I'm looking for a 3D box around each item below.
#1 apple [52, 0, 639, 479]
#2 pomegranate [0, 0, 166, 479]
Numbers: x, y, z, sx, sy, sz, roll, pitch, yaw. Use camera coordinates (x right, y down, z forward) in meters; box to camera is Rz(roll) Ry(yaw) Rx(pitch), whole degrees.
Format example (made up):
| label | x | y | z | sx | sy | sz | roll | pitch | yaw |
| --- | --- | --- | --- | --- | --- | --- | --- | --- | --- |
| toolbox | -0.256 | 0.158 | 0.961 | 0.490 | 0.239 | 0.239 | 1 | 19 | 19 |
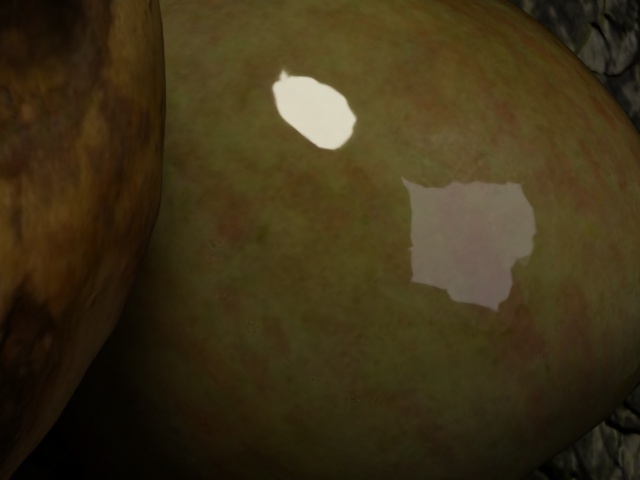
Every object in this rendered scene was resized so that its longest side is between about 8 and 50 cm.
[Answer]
| label | x | y | z | sx | sy | sz | roll | pitch | yaw |
| --- | --- | --- | --- | --- | --- | --- | --- | --- | --- |
| apple | 0.000 | 0.000 | 0.705 | 0.257 | 0.257 | 0.234 | -27 | 83 | -44 |
| pomegranate | -0.190 | -0.046 | 0.508 | 0.322 | 0.322 | 0.322 | 14 | 69 | -40 |
